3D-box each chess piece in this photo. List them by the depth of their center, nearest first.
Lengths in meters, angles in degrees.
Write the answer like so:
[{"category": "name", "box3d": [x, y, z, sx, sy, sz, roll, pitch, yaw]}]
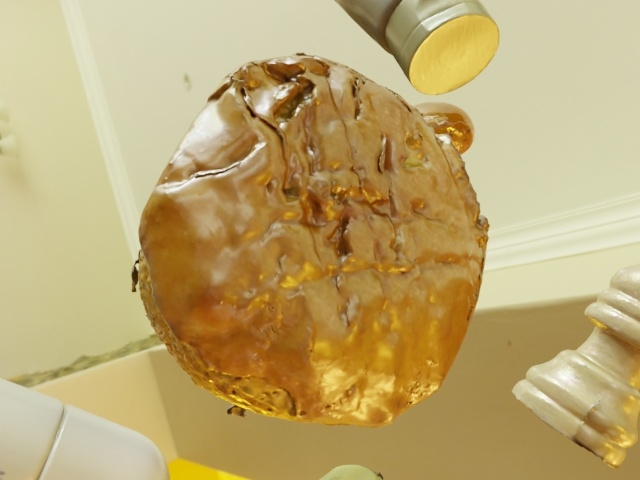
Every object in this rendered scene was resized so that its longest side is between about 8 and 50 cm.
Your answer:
[{"category": "chess piece", "box3d": [0.388, 0.111, 0.752, 0.307, 0.124, 0.139, -57, -163, 5]}]

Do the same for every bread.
[{"category": "bread", "box3d": [0.000, 0.000, 0.655, 0.215, 0.398, 0.398, -32, -104, 54]}]

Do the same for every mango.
[{"category": "mango", "box3d": [0.194, -0.194, 1.045, 0.084, 0.159, 0.105, -37, -119, 57]}]

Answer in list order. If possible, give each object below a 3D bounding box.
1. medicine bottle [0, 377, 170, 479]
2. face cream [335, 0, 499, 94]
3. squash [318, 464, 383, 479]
[{"category": "medicine bottle", "box3d": [-0.285, 0.174, 0.486, 0.130, 0.341, 0.130, -50, -157, 30]}, {"category": "face cream", "box3d": [0.055, -0.215, 0.477, 0.070, 0.114, 0.224, 67, 1, -60]}, {"category": "squash", "box3d": [0.014, 0.377, 0.796, 0.123, 0.187, 0.123, -2, -94, 24]}]
